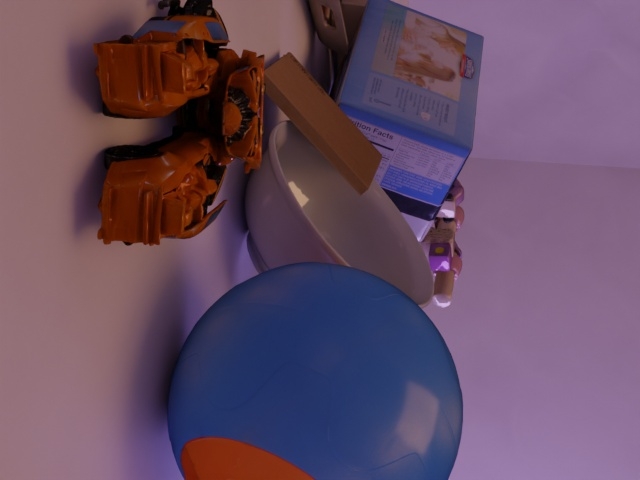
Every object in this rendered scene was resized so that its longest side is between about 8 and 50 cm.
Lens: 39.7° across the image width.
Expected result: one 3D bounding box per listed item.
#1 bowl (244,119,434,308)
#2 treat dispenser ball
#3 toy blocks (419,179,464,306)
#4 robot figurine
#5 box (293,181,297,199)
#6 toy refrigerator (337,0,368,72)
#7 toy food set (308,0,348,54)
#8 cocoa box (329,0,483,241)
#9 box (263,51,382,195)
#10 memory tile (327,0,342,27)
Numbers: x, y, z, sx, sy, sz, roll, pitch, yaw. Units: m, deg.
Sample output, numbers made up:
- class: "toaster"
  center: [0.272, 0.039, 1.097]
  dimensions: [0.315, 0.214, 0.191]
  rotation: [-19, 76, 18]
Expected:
- class: "bowl"
  center: [0.000, 0.000, 1.135]
  dimensions: [0.298, 0.134, 0.298]
  rotation: [41, 24, -23]
- class: "treat dispenser ball"
  center: [-0.004, 0.165, 0.873]
  dimensions: [0.288, 0.288, 0.288]
  rotation: [5, 90, -81]
- class: "toy blocks"
  center: [0.169, -0.057, 1.893]
  dimensions: [0.260, 0.288, 0.309]
  rotation: [-71, 160, -46]
- class: "robot figurine"
  center: [-0.107, -0.099, 0.747]
  dimensions: [0.291, 0.085, 0.211]
  rotation: [-57, 151, -72]
- class: "box"
  center: [-0.044, -0.024, 1.312]
  dimensions: [0.159, 0.044, 0.233]
  rotation: [-14, 109, -80]
- class: "toy refrigerator"
  center: [0.086, -0.358, 1.741]
  dimensions: [0.102, 0.094, 0.270]
  rotation: [-76, 172, -49]
- class: "toy food set"
  center: [0.036, -0.488, 1.427]
  dimensions: [0.220, 0.092, 0.306]
  rotation: [64, 33, -72]
- class: "cocoa box"
  center: [0.130, -0.219, 1.540]
  dimensions: [0.347, 0.231, 0.228]
  rotation: [-75, -174, -45]
- class: "box"
  center: [0.003, -0.161, 1.190]
  dimensions: [0.201, 0.021, 0.164]
  rotation: [48, 21, -8]
- class: "memory tile"
  center: [0.028, -0.437, 1.660]
  dimensions: [0.113, 0.012, 0.148]
  rotation: [-57, 150, -72]
